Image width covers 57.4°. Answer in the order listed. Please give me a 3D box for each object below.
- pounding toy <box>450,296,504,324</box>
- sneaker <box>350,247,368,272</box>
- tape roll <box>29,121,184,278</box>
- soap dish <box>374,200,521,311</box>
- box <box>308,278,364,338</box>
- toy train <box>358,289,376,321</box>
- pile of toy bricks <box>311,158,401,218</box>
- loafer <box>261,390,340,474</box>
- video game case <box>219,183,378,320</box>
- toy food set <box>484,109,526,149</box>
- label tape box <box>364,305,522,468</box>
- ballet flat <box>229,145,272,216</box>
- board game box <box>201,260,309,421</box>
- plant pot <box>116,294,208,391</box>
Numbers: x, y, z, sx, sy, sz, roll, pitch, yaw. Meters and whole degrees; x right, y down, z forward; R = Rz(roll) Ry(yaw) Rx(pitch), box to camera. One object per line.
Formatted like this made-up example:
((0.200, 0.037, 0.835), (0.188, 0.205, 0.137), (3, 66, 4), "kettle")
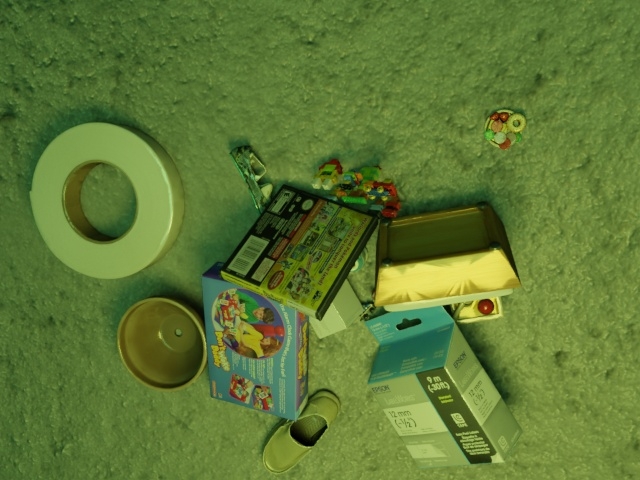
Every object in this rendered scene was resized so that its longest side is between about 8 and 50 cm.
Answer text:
((0.328, 0.134, 1.298), (0.141, 0.100, 0.130), (-11, 96, 13), "pounding toy")
((0.000, 0.000, 1.349), (0.228, 0.092, 0.088), (25, 105, 8), "sneaker")
((-0.532, -0.098, 1.456), (0.391, 0.072, 0.393), (2, 100, 11), "tape roll")
((0.252, 0.029, 1.229), (0.290, 0.229, 0.118), (-9, 122, 13), "soap dish")
((0.027, 0.153, 1.354), (0.087, 0.101, 0.102), (-28, 94, 35), "box")
((0.140, 0.129, 1.375), (0.036, 0.027, 0.158), (42, 104, 6), "toy train")
((0.098, -0.128, 1.307), (0.212, 0.118, 0.105), (10, 59, 38), "pile of toy bricks")
((-0.060, 0.481, 1.440), (0.102, 0.092, 0.269), (40, 104, 3), "loafer")
((-0.044, 0.015, 1.275), (0.248, 0.035, 0.275), (20, 59, 22), "video game case")
((0.397, -0.241, 1.264), (0.083, 0.020, 0.083), (19, 103, 8), "toy food set")
((0.237, 0.321, 1.285), (0.249, 0.115, 0.348), (-30, 95, 48), "label tape box")
((-0.149, -0.138, 1.375), (0.070, 0.070, 0.189), (-24, 97, 14), "ballet flat")
((-0.147, 0.237, 1.364), (0.233, 0.078, 0.348), (11, 117, 17), "board game box")
((-0.375, 0.244, 1.458), (0.237, 0.110, 0.238), (2, 100, 11), "plant pot")
